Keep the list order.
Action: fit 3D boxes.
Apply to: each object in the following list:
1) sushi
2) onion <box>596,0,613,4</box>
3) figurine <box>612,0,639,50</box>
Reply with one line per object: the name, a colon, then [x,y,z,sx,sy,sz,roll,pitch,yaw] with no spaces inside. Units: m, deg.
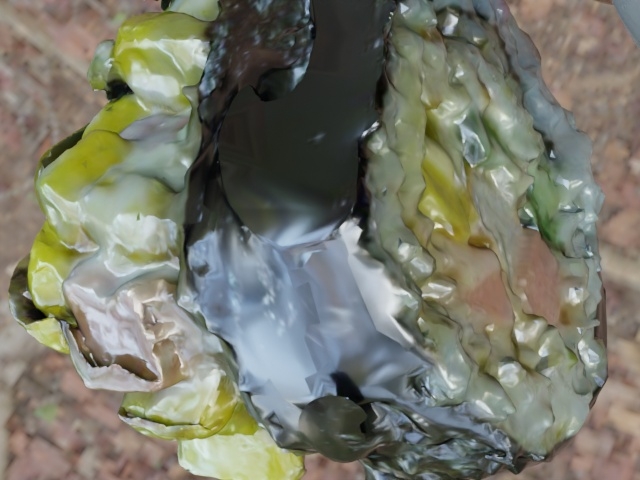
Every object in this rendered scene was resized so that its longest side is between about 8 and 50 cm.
sushi: [0.000,0.000,1.192,0.285,0.328,0.328,-18,145,31]
onion: [0.195,-0.224,1.140,0.184,0.147,0.184,-1,87,29]
figurine: [0.262,-0.171,0.954,0.248,0.380,0.203,49,125,-3]
